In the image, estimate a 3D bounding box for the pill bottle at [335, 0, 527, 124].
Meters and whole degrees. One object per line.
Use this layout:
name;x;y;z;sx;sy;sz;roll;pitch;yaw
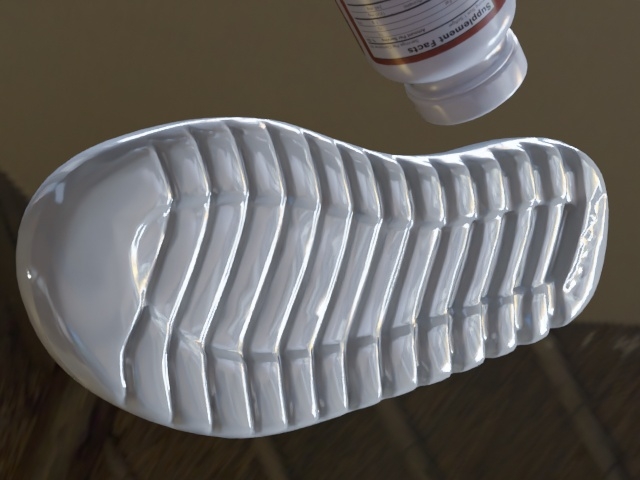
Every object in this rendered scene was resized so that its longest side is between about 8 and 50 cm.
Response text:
pill bottle;0.067;-0.194;1.315;0.121;0.121;0.216;-48;-54;-25

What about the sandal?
sandal;-0.002;0.015;1.024;0.416;0.102;0.169;0;-82;-41
